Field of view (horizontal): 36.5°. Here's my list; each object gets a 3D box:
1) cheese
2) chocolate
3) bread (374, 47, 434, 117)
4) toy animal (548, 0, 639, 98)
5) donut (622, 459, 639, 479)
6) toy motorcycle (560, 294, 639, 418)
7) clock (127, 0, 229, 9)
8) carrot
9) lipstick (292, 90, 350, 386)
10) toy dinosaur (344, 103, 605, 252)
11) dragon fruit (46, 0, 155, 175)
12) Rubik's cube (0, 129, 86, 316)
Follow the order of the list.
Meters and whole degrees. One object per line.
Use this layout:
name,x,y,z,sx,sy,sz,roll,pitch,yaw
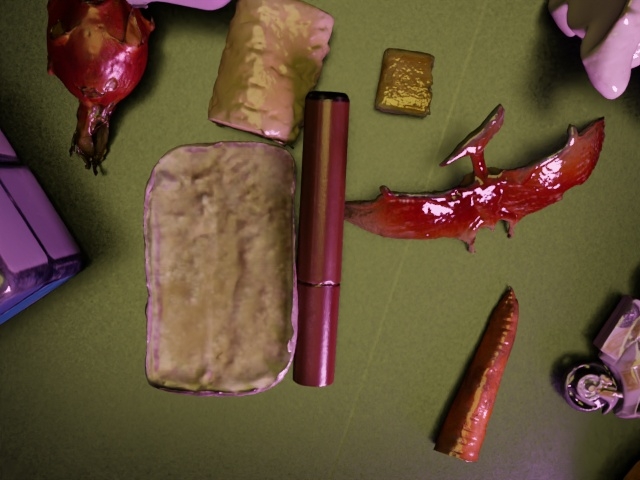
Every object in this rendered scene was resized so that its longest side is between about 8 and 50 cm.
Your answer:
cheese,-0.061,-0.206,1.166,0.123,0.094,0.167,17,93,1
chocolate,-0.116,0.033,1.176,0.185,0.100,0.303,0,88,6
bread,0.104,-0.195,1.196,0.070,0.035,0.083,5,87,0
toy animal,0.425,-0.244,1.101,0.265,0.271,0.206,23,119,-13
donut,0.511,0.394,1.161,0.330,0.160,0.330,1,99,6
toy motorcycle,0.412,0.145,1.192,0.152,0.073,0.225,40,94,-3
clock,-0.191,-0.392,1.119,0.228,0.090,0.247,10,65,-7
carrot,0.207,0.166,1.211,0.057,0.057,0.224,21,87,-1
lipstick,0.000,0.000,1.170,0.057,0.057,0.356,2,102,0
toy dinosaur,0.178,-0.073,1.168,0.327,0.113,0.206,-37,131,22
dragon fruit,-0.270,-0.201,1.169,0.125,0.125,0.246,3,110,-23
Rubik's cube,-0.494,-0.009,1.073,0.318,0.316,0.313,-32,93,3
